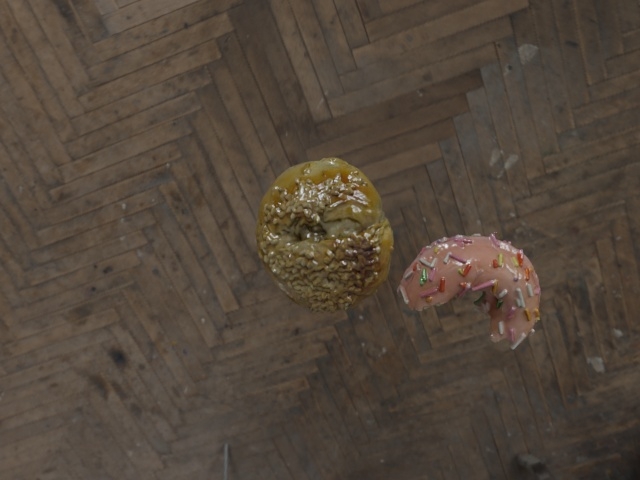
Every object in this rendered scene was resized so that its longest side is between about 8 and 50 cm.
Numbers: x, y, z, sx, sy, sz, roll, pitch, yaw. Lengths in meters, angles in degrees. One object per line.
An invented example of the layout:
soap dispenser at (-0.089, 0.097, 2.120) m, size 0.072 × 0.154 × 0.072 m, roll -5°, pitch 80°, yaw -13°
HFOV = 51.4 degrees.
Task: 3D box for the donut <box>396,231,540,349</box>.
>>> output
donut at (0.178, 0.047, 0.742) m, size 0.166 × 0.065 × 0.117 m, roll 12°, pitch 119°, yaw -5°

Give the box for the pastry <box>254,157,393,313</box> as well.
pastry at (0.000, 0.000, 1.320) m, size 0.284 × 0.184 × 0.316 m, roll -7°, pitch 99°, yaw 17°
